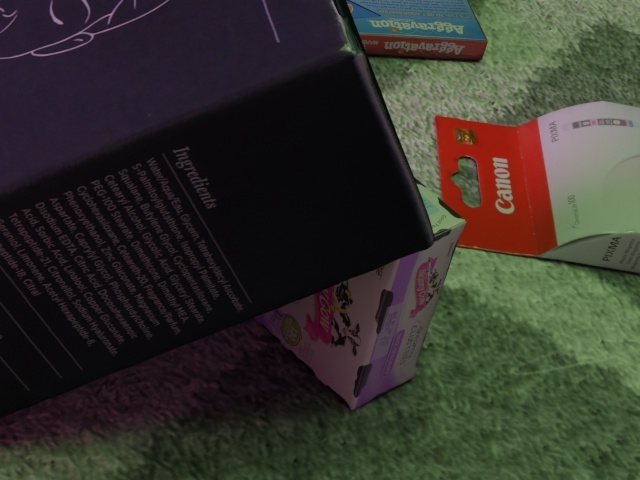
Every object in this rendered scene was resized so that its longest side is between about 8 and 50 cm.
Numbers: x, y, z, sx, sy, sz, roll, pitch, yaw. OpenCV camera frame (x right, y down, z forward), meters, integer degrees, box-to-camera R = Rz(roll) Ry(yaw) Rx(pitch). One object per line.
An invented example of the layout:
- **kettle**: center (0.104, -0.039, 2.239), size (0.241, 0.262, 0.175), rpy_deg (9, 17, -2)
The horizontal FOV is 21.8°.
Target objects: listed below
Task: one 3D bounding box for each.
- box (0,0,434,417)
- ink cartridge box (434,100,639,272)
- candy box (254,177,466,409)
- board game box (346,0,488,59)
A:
- **box**: center (-0.167, -0.088, 1.103), size (0.395, 0.212, 0.293), rpy_deg (-22, 53, 5)
- **ink cartridge box**: center (0.225, -0.055, 1.466), size (0.232, 0.066, 0.189), rpy_deg (12, 40, -11)
- **candy box**: center (0.000, 0.000, 1.239), size (0.070, 0.165, 0.196), rpy_deg (-24, 53, -37)
- **board game box**: center (0.011, -0.233, 1.625), size (0.281, 0.027, 0.145), rpy_deg (2, 40, -16)
